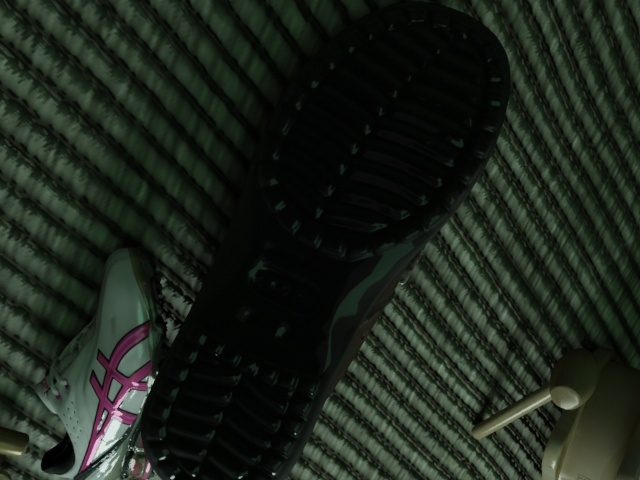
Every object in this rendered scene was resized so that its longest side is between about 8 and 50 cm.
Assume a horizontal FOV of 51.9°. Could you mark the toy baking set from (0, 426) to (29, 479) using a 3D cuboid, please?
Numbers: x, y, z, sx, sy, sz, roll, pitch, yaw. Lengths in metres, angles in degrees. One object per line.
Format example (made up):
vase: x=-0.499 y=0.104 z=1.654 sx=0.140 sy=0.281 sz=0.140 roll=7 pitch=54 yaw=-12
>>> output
toy baking set: x=-0.300 y=0.190 z=0.458 sx=0.256 sy=0.030 sz=0.197 roll=21 pitch=105 yaw=-28

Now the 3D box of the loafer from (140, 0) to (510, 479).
loafer: x=0.000 y=0.000 z=0.466 sx=0.133 sy=0.130 sz=0.366 roll=33 pitch=87 yaw=5

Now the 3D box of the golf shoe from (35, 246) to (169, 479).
golf shoe: x=-0.151 y=0.093 z=0.454 sx=0.086 sy=0.067 sz=0.186 roll=2 pitch=110 yaw=-22

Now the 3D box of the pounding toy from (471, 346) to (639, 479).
pounding toy: x=0.257 y=0.188 z=0.666 sx=0.154 sy=0.154 sz=0.270 roll=-39 pitch=136 yaw=-37
